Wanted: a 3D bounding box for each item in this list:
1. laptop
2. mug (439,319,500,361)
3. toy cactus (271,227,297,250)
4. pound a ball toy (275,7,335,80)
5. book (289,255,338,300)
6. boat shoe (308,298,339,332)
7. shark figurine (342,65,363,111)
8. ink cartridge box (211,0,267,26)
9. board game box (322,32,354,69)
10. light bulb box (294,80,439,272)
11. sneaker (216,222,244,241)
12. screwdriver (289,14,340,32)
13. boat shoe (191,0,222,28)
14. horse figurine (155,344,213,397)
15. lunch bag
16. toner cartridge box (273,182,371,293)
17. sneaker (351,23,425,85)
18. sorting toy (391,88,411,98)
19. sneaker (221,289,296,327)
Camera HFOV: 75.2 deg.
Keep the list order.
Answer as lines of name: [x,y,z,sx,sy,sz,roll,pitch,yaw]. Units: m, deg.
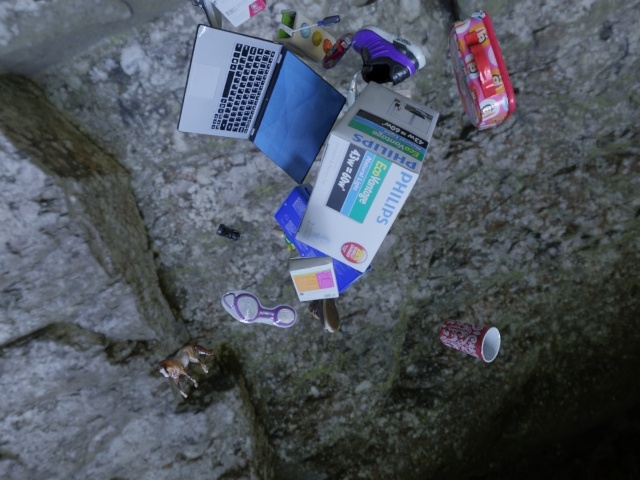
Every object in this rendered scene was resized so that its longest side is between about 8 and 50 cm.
laptop: [-0.204,-0.401,1.319,0.407,0.382,0.237,-1,-126,-30]
mug: [0.508,0.349,1.421,0.113,0.151,0.169,-30,-157,-33]
toy cactus: [-0.158,-0.010,2.077,0.180,0.112,0.219,19,166,3]
pound a ball toy: [-0.045,-0.814,1.781,0.135,0.209,0.319,17,-172,35]
book: [-0.012,0.092,0.959,0.096,0.144,0.035,-6,-128,4]
boat shoe: [0.005,0.339,2.036,0.123,0.123,0.342,-32,-150,12]
shark figurine: [0.179,-0.709,1.981,0.166,0.279,0.116,21,-149,34]
ink cartridge box: [-0.226,-0.643,1.062,0.109,0.063,0.150,-19,157,23]
board game box: [0.059,-0.760,1.643,0.169,0.033,0.133,-47,-140,14]
light bulb box: [0.129,-0.180,1.147,0.225,0.358,0.361,26,-137,4]
sneaker: [-0.369,-0.030,1.707,0.089,0.051,0.170,24,179,-4]
screwdriver: [-0.021,-0.633,1.223,0.169,0.024,0.025,-3,-151,24]
boat shoe: [-0.387,-0.794,1.332,0.075,0.229,0.080,-10,-149,14]
horse figurine: [-0.542,0.501,1.684,0.066,0.175,0.263,-36,-172,25]
lunch bag: [0.444,-0.469,1.160,0.120,0.294,0.258,-17,180,18]
toner cartridge box: [0.000,0.000,1.356,0.075,0.348,0.165,-24,165,-46]
sneaker: [0.165,-0.553,1.265,0.146,0.102,0.293,-46,-130,-2]
sorting toy: [0.239,-0.437,1.515,0.192,0.209,0.038,-10,-157,-16]
sneaker: [-0.252,0.273,1.623,0.304,0.114,0.152,23,165,-25]
